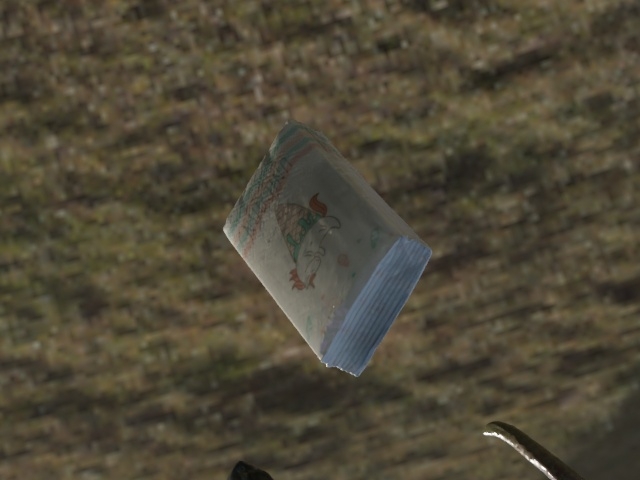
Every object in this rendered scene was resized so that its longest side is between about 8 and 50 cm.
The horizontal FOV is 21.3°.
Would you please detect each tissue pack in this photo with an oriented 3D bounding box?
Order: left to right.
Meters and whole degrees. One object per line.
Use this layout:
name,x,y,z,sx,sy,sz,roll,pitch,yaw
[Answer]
tissue pack,0.000,0.000,0.625,0.023,0.108,0.056,22,104,-32

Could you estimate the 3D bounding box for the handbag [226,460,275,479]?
handbag,-0.059,0.237,0.914,0.089,0.175,0.270,28,140,-3

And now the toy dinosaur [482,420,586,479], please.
toy dinosaur,0.176,0.164,0.870,0.200,0.072,0.251,15,-151,4
